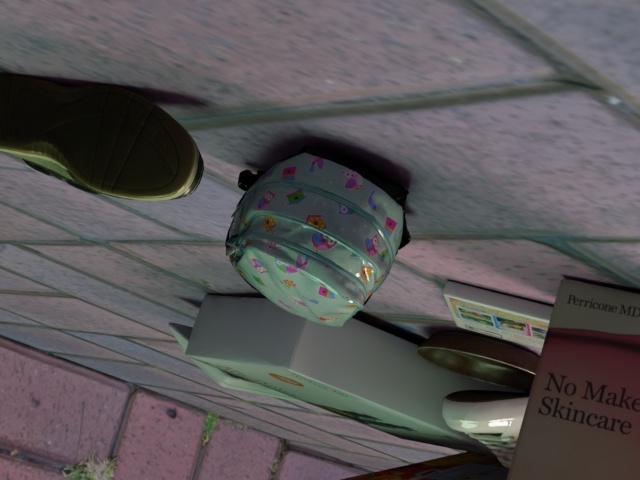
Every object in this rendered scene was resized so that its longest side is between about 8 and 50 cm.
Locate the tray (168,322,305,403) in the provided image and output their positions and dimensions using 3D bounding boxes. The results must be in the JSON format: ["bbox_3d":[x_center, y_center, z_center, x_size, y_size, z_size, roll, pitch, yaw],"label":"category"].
[{"bbox_3d":[-0.100,0.185,2.011,0.145,0.030,0.270,38,-170,34],"label":"tray"}]

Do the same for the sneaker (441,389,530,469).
[{"bbox_3d":[0.246,0.240,1.658,0.106,0.123,0.290,1,173,43],"label":"sneaker"}]

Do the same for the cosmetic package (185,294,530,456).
[{"bbox_3d":[0.054,0.177,1.812,0.377,0.097,0.284,24,165,-28],"label":"cosmetic package"}]

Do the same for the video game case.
[{"bbox_3d":[0.206,0.083,1.403,0.157,0.019,0.143,14,167,15],"label":"video game case"}]

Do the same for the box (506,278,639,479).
[{"bbox_3d":[0.259,0.169,1.211,0.148,0.232,0.127,11,166,25],"label":"box"}]

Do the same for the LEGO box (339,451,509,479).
[{"bbox_3d":[0.285,0.400,1.841,0.372,0.193,0.500,-9,-179,-19],"label":"LEGO box"}]

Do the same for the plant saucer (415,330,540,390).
[{"bbox_3d":[0.195,0.139,1.634,0.168,0.029,0.168,16,166,4],"label":"plant saucer"}]

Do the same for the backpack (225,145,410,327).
[{"bbox_3d":[0.000,0.000,1.099,0.152,0.115,0.182,21,164,-6],"label":"backpack"}]

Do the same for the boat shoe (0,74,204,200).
[{"bbox_3d":[-0.174,-0.077,1.094,0.223,0.080,0.073,16,174,29],"label":"boat shoe"}]
